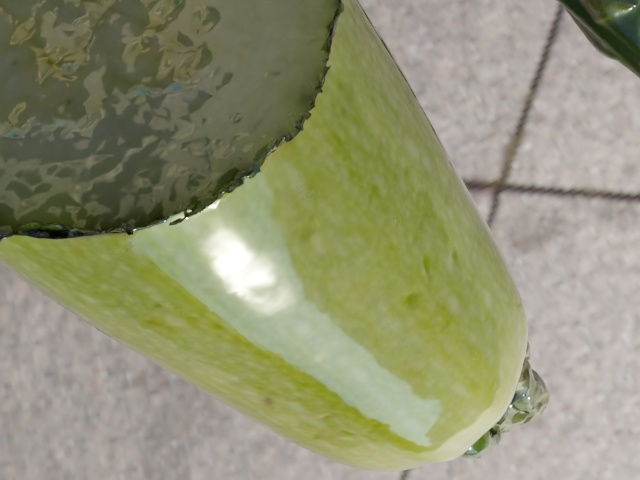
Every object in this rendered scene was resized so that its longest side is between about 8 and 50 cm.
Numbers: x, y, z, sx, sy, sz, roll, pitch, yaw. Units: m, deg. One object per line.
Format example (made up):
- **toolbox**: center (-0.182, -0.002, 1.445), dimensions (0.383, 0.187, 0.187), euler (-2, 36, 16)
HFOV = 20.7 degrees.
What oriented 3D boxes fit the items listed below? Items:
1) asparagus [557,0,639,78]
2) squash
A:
- **asparagus**: center (0.107, -0.186, 0.967), dimensions (0.287, 0.080, 0.080), euler (35, 114, -8)
- **squash**: center (0.003, 0.010, 0.511), dimensions (0.137, 0.137, 0.287), euler (-34, 128, 11)
